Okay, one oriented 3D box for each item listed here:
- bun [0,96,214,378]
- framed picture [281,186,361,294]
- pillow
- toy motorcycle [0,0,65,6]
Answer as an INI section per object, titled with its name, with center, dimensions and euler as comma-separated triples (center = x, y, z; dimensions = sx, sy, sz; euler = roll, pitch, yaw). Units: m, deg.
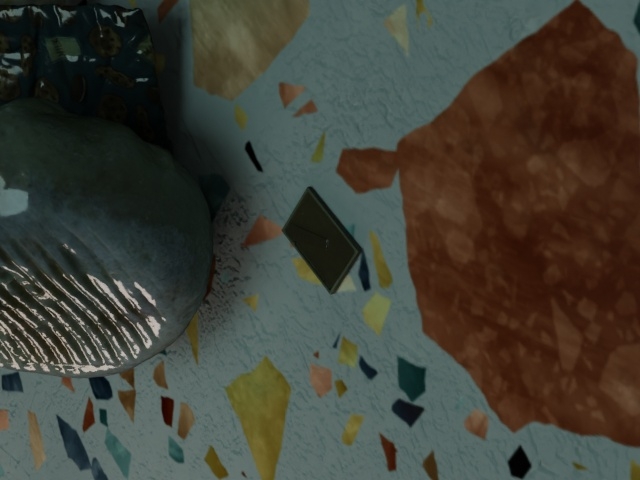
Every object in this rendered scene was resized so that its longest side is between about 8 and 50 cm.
[bun]
center = -0.288, -0.006, 1.490
dimensions = 0.362, 0.361, 0.211
euler = -41, 37, 44
[framed picture]
center = 0.000, 0.000, 1.401
dimensions = 0.089, 0.006, 0.066
euler = 51, 133, 24
[pillow]
center = -0.288, -0.168, 1.525
dimensions = 0.255, 0.034, 0.189
euler = 4, 126, 17
[toy motorcycle]
center = -0.365, -0.255, 1.582
dimensions = 0.340, 0.108, 0.223
euler = 31, 136, 5
